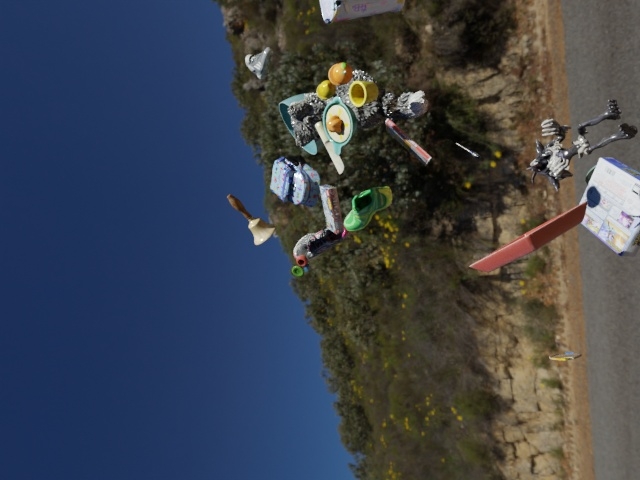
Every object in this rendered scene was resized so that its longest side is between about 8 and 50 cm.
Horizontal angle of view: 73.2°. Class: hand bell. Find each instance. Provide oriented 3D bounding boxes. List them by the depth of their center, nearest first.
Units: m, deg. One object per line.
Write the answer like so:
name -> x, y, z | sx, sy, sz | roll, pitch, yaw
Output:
hand bell -> -0.315, -0.108, 1.867 | 0.242, 0.126, 0.126 | 49, -150, -23

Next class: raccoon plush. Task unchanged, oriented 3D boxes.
raccoon plush -> 0.092, -0.450, 1.464 | 0.299, 0.446, 0.216 | -34, -67, -31

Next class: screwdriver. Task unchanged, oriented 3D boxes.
screwdriver -> 0.777, -0.477, 2.264 | 0.170, 0.024, 0.025 | 50, 150, 34

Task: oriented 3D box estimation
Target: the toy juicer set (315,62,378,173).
toy juicer set -> 0.036, -0.381, 1.319 | 0.209, 0.089, 0.329 | 52, 143, 22

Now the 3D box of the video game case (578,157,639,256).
video game case -> 1.020, -0.119, 1.479 | 0.269, 0.061, 0.244 | -102, 15, -55

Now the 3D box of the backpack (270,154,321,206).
backpack -> -0.080, -0.196, 1.496 | 0.117, 0.173, 0.158 | -12, -48, -36

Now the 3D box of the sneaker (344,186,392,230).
sneaker -> 0.170, -0.139, 1.762 | 0.295, 0.124, 0.109 | -45, 43, 50

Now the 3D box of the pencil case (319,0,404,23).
pencil case -> 0.133, -0.767, 1.360 | 0.124, 0.273, 0.113 | -151, 46, -65

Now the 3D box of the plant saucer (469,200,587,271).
plant saucer -> 0.593, 0.003, 1.222 | 0.047, 0.259, 0.258 | 61, 157, 12

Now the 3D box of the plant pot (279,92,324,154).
plant pot -> -0.035, -0.590, 2.071 | 0.290, 0.195, 0.290 | 49, 171, 11

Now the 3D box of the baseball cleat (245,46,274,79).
baseball cleat -> -0.250, -0.720, 1.727 | 0.072, 0.109, 0.206 | -61, 9, -17

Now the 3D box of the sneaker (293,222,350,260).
sneaker -> 0.000, 0.000, 2.053 | 0.120, 0.299, 0.112 | 59, -173, 2

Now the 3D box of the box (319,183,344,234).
box -> 0.033, -0.094, 1.272 | 0.094, 0.027, 0.137 | -140, 37, -69

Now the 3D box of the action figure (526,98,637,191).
action figure -> 0.621, -0.236, 1.093 | 0.141, 0.276, 0.164 | 6, -116, -29

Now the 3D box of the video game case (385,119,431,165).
video game case -> 0.438, -0.488, 2.156 | 0.285, 0.025, 0.204 | 44, -171, 5

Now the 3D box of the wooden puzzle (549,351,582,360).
wooden puzzle -> 0.757, 0.361, 1.331 | 0.116, 0.078, 0.014 | -2, -100, -32

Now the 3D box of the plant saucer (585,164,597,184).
plant saucer -> 1.076, -0.261, 1.652 | 0.119, 0.119, 0.021 | 65, -166, -49

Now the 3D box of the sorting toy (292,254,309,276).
sorting toy -> -0.073, 0.097, 1.716 | 0.042, 0.061, 0.102 | -66, 0, -54
